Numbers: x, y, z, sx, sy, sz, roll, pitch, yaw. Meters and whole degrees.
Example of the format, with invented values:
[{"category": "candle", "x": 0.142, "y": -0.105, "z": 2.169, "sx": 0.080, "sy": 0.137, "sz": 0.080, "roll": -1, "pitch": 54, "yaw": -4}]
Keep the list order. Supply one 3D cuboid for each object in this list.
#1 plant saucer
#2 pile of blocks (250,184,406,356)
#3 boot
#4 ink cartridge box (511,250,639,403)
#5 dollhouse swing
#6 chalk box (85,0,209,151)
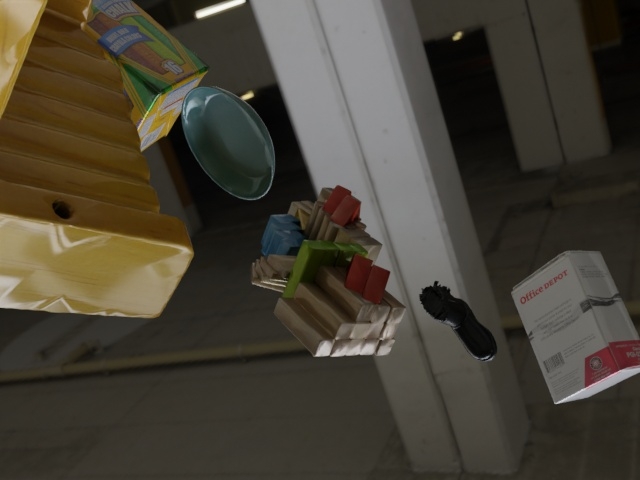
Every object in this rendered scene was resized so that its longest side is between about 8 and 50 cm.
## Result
[{"category": "plant saucer", "x": -0.083, "y": -0.095, "z": 0.762, "sx": 0.119, "sy": 0.119, "sz": 0.021, "roll": 0, "pitch": -147, "yaw": 48}, {"category": "pile of blocks", "x": 0.000, "y": 0.000, "z": 0.963, "sx": 0.148, "sy": 0.113, "sz": 0.362, "roll": 15, "pitch": -160, "yaw": -17}, {"category": "boot", "x": 0.198, "y": 0.118, "z": 1.171, "sx": 0.045, "sy": 0.099, "sz": 0.121, "roll": -41, "pitch": -128, "yaw": 18}, {"category": "ink cartridge box", "x": 0.438, "y": 0.146, "z": 1.379, "sx": 0.092, "sy": 0.218, "sz": 0.158, "roll": -1, "pitch": 152, "yaw": -33}, {"category": "dollhouse swing", "x": -0.181, "y": -0.173, "z": 0.594, "sx": 0.305, "sy": 0.347, "sz": 0.315, "roll": -37, "pitch": 151, "yaw": 29}, {"category": "chalk box", "x": -0.272, "y": -0.219, "z": 0.989, "sx": 0.132, "sy": 0.213, "sz": 0.132, "roll": -48, "pitch": -177, "yaw": 34}]
